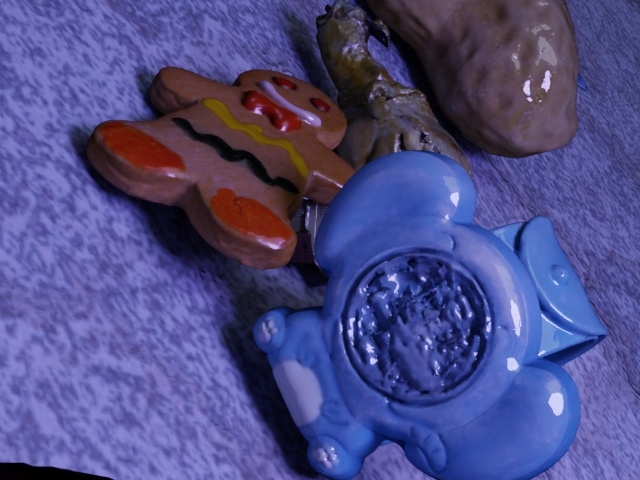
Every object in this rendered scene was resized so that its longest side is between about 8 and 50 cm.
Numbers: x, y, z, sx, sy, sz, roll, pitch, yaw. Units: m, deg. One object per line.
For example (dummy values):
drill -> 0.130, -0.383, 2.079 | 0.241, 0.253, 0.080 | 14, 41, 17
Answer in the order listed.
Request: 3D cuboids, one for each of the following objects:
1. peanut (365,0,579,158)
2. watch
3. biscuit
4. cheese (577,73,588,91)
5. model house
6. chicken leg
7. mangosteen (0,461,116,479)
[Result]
peanut -> 0.142, -0.254, 1.279 | 0.192, 0.169, 0.387 | -7, 63, -53
watch -> 0.077, 0.062, 0.807 | 0.211, 0.211, 0.193 | 61, 14, 16
biscuit -> -0.047, -0.070, 0.849 | 0.165, 0.036, 0.250 | 32, 29, 7
cheese -> 0.264, -0.250, 1.588 | 0.245, 0.052, 0.135 | 2, 55, -56
model house -> 0.000, 0.000, 0.890 | 0.083, 0.057, 0.058 | 4, 90, -77
chicken leg -> 0.048, -0.112, 1.054 | 0.103, 0.088, 0.227 | -15, 72, -47
mangosteen -> -0.087, 0.196, 0.302 | 0.288, 0.288, 0.288 | 37, 31, -27
